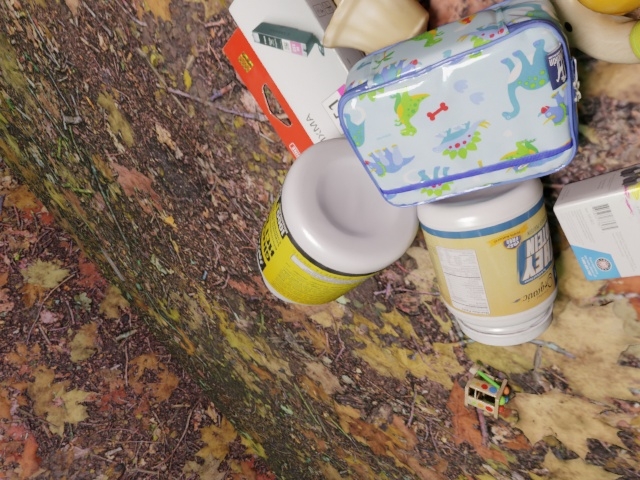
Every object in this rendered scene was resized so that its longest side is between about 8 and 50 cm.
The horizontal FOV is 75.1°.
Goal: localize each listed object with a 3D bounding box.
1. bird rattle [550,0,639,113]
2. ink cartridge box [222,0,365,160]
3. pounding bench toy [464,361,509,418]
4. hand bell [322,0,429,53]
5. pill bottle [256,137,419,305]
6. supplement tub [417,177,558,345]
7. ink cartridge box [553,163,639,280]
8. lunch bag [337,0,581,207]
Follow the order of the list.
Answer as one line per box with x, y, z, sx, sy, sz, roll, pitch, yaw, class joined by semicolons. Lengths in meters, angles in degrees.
0.243;-0.214;0.300;0.254;0.143;0.207;58;177;-34;bird rattle
-0.042;-0.238;0.635;0.238;0.060;0.275;-22;105;49;ink cartridge box
0.297;0.260;0.737;0.065;0.052;0.083;15;131;35;pounding bench toy
0.136;-0.206;0.480;0.242;0.126;0.126;36;142;-5;hand bell
0.000;0.000;0.671;0.188;0.188;0.334;46;154;3;pill bottle
0.216;0.018;0.533;0.144;0.144;0.200;1;123;44;supplement tub
0.358;-0.027;0.425;0.181;0.061;0.104;-17;110;50;ink cartridge box
0.144;-0.128;0.438;0.218;0.090;0.176;-10;135;27;lunch bag
